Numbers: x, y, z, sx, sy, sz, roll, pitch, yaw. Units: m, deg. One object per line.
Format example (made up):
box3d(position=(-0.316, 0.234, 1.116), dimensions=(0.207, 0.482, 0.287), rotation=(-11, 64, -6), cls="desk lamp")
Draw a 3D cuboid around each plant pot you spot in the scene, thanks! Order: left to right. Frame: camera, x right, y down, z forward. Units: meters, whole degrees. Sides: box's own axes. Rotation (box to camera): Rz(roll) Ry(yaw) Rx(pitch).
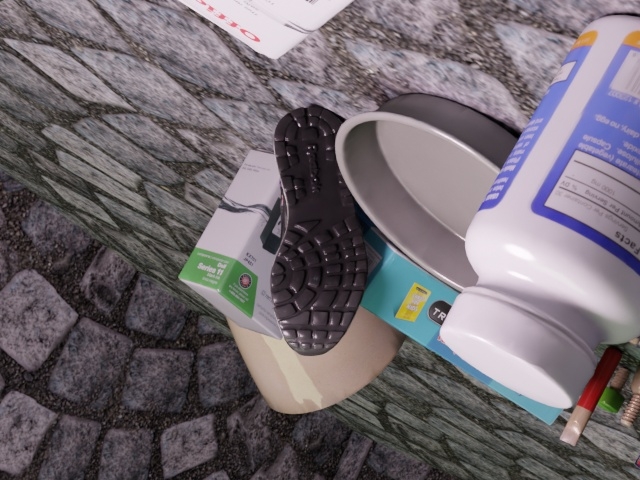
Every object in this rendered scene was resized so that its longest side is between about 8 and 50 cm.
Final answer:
box3d(position=(-0.045, 0.065, 2.267), dimensions=(0.256, 0.256, 0.274), rotation=(13, 141, 56), cls="plant pot")

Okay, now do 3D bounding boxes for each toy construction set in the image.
box3d(position=(0.450, 0.314, 2.001), dimensions=(0.309, 0.237, 0.257), rotation=(29, 168, 9), cls="toy construction set")

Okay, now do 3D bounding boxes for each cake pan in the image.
box3d(position=(0.147, -0.040, 1.597), dimensions=(0.293, 0.054, 0.293), rotation=(33, 157, 16), cls="cake pan")

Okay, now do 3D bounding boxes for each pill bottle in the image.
box3d(position=(0.202, -0.018, 1.158), dimensions=(0.152, 0.272, 0.152), rotation=(30, 168, 7), cls="pill bottle")

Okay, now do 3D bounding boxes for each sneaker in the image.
box3d(position=(0.000, 0.000, 1.769), dimensions=(0.107, 0.283, 0.124), rotation=(0, 162, 1), cls="sneaker")

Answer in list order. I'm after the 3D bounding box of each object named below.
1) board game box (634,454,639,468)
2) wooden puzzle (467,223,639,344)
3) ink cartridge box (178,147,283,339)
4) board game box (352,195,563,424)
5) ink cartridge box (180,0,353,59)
box3d(position=(0.444, 0.198, 1.766), dimensions=(0.060, 0.194, 0.194), rotation=(33, -178, -5), cls="board game box")
box3d(position=(0.274, 0.036, 1.784), dimensions=(0.221, 0.044, 0.238), rotation=(27, 172, 16), cls="wooden puzzle")
box3d(position=(-0.072, 0.004, 2.074), dimensions=(0.087, 0.208, 0.153), rotation=(15, 161, 43), cls="ink cartridge box")
box3d(position=(0.138, 0.069, 1.909), dimensions=(0.336, 0.079, 0.254), rotation=(33, -172, -31), cls="board game box")
box3d(position=(-0.057, -0.261, 1.154), dimensions=(0.211, 0.121, 0.289), rotation=(33, 168, -12), cls="ink cartridge box")
